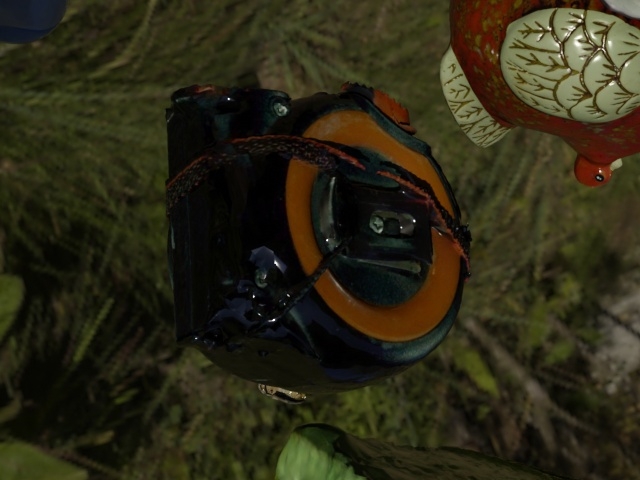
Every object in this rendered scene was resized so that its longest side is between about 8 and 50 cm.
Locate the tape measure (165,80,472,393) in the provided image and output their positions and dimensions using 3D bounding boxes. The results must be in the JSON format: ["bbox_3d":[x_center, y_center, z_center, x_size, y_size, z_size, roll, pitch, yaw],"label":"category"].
[{"bbox_3d":[0.000,0.000,0.883,0.223,0.202,0.135,7,160,-37],"label":"tape measure"}]

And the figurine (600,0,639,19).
[{"bbox_3d":[0.159,-0.225,0.589,0.323,0.231,0.340,-4,177,15],"label":"figurine"}]

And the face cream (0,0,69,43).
[{"bbox_3d":[-0.229,-0.249,0.881,0.083,0.149,0.264,-43,148,-35],"label":"face cream"}]

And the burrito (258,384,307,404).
[{"bbox_3d":[-0.042,0.162,1.472,0.055,0.041,0.149,5,176,-2],"label":"burrito"}]

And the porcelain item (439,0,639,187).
[{"bbox_3d":[0.229,-0.156,1.144,0.253,0.253,0.253,-18,160,-7],"label":"porcelain item"}]

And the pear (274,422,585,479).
[{"bbox_3d":[0.073,0.270,0.810,0.286,0.282,0.176,12,180,-28],"label":"pear"}]
